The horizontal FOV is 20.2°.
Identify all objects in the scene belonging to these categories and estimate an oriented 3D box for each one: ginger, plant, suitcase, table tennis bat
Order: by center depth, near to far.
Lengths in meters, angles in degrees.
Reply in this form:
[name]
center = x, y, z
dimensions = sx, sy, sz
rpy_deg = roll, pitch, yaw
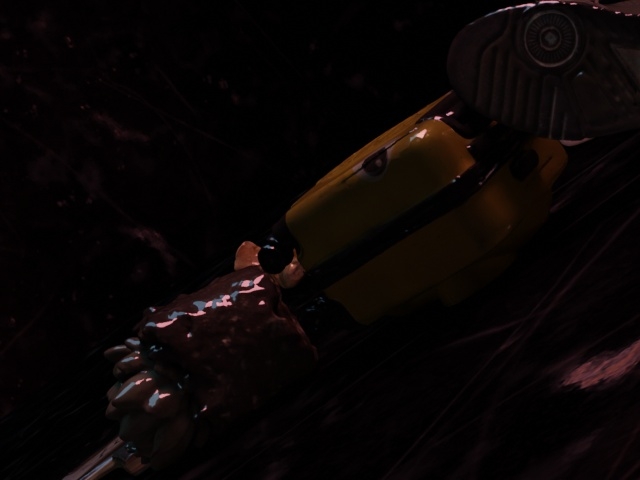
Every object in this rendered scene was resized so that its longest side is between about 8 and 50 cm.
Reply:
[suitcase]
center = 0.090, -0.027, 1.529
dimensions = 0.235, 0.143, 0.194
rpy_deg = -32, 6, 39
[plant]
center = -0.108, 0.110, 1.609
dimensions = 0.194, 0.132, 0.129
rpy_deg = -31, 3, -3
[table tennis bat]
center = -0.199, 0.216, 1.830
dimensions = 0.173, 0.022, 0.301
rpy_deg = -37, 4, -11
[ginger]
center = 0.000, 0.000, 2.184
dimensions = 0.288, 0.075, 0.089
rpy_deg = -22, 37, 48

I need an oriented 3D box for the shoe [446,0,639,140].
[shoe]
center = 0.258, -0.146, 1.432
dimensions = 0.293, 0.109, 0.149
rpy_deg = 0, 12, 24

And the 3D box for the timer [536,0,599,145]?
[timer]
center = 0.247, -0.251, 1.820
dimensions = 0.175, 0.266, 0.175
rpy_deg = -35, 5, 4
